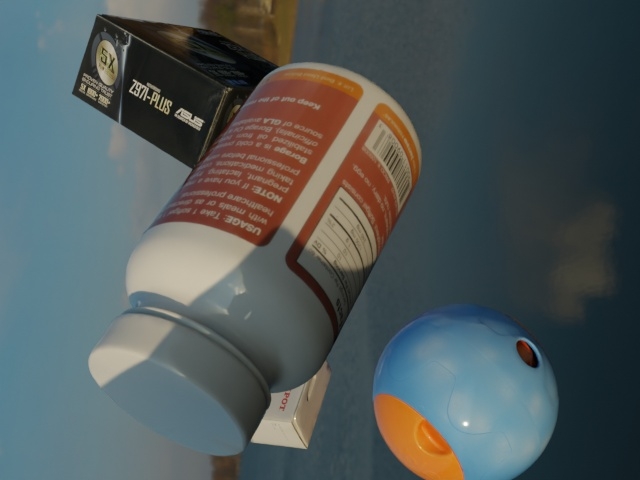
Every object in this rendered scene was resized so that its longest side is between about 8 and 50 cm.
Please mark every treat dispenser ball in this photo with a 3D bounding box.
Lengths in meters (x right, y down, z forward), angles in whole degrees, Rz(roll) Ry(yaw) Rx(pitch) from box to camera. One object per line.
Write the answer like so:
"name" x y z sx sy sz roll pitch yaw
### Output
"treat dispenser ball" 0.226 0.242 1.292 0.288 0.288 0.288 -174 90 -86

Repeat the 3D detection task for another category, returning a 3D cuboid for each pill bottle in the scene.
"pill bottle" -0.033 0.006 0.469 0.216 0.121 0.121 -59 -11 -35

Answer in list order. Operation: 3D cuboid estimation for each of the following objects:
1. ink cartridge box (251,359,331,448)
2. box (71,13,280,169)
"ink cartridge box" -0.096 0.218 1.205 0.082 0.191 0.139 70 -150 -43
"box" -0.105 -0.136 0.756 0.180 0.147 0.077 -16 -46 -61
